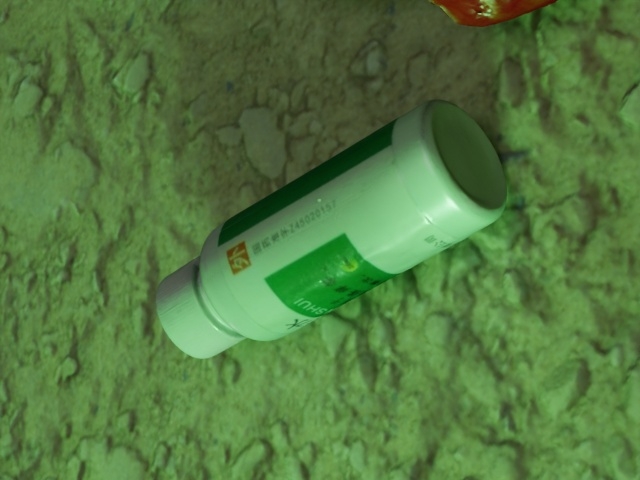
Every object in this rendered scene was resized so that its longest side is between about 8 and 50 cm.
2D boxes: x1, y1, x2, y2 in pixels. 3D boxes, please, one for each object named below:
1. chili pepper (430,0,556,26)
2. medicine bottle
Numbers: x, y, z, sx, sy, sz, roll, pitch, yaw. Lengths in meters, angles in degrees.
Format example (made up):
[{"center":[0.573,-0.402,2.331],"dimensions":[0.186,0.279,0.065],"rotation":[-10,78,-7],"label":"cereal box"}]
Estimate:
[{"center":[0.115,-0.207,1.081],"dimensions":[0.338,0.134,0.131],"rotation":[-31,76,29],"label":"chili pepper"},{"center":[0.000,0.000,1.156],"dimensions":[0.260,0.095,0.095],"rotation":[-28,64,31],"label":"medicine bottle"}]
